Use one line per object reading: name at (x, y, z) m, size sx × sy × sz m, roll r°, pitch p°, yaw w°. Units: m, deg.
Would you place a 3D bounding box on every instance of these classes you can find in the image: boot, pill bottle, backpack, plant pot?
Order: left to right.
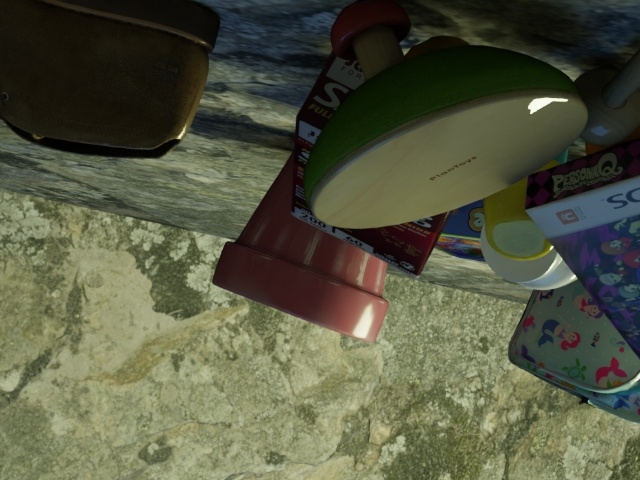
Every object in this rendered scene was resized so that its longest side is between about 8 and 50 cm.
boot at (-0.232, -0.133, 0.949) m, size 0.305 × 0.115 × 0.112 m, roll 11°, pitch 177°, yaw 4°
plant pot at (0.000, 0.000, 1.512) m, size 0.201 × 0.180 × 0.201 m, roll 21°, pitch 178°, yaw 1°
pill bottle at (0.220, -0.009, 1.259) m, size 0.103 × 0.103 × 0.184 m, roll 8°, pitch -170°, yaw 28°
backpack at (0.379, 0.107, 1.644) m, size 0.253 × 0.225 × 0.191 m, roll 27°, pitch -174°, yaw 25°

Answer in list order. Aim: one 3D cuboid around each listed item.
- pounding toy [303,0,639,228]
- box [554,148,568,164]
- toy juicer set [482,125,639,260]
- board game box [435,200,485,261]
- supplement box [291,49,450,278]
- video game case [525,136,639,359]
pounding toy at (0.089, -0.102, 0.843) m, size 0.236 × 0.110 × 0.183 m, roll -18°, pitch 163°, yaw -1°
box at (0.108, -0.075, 1.204) m, size 0.100 × 0.060 × 0.244 m, roll 14°, pitch 174°, yaw -29°
toy juicer set at (0.302, -0.010, 1.011) m, size 0.329 × 0.089 × 0.209 m, roll 28°, pitch 138°, yaw -17°
board game box at (0.276, -0.013, 1.479) m, size 0.347 × 0.078 × 0.233 m, roll 8°, pitch 174°, yaw 28°
supplement box at (0.049, -0.055, 1.060) m, size 0.130 × 0.073 × 0.239 m, roll 27°, pitch 164°, yaw 6°
video game case at (0.289, 0.008, 0.933) m, size 0.210 × 0.042 × 0.232 m, roll -17°, pitch 132°, yaw 32°
